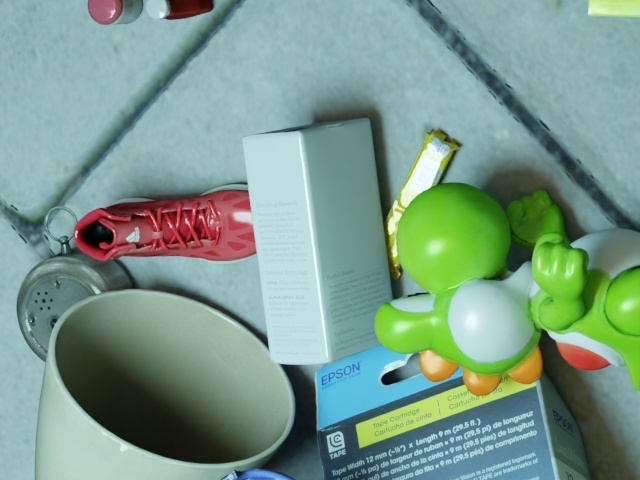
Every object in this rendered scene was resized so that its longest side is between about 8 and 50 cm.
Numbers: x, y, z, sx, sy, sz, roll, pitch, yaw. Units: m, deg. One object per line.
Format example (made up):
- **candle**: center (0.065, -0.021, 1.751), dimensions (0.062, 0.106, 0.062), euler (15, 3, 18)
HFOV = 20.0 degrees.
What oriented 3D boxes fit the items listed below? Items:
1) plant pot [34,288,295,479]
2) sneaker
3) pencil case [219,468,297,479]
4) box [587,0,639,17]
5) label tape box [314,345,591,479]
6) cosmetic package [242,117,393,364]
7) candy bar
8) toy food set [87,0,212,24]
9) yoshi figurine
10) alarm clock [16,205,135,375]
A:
- **plant pot**: center (-0.191, 0.237, 1.878), dimensions (0.256, 0.256, 0.274), euler (32, 124, 13)
- **sneaker**: center (-0.151, -0.005, 1.864), dimensions (0.221, 0.128, 0.087), euler (-8, 97, 23)
- **pencil case**: center (-0.054, 0.308, 1.782), dimensions (0.133, 0.306, 0.119), euler (-8, 72, -1)
- **box**: center (0.308, -0.297, 1.691), dimensions (0.109, 0.042, 0.178), euler (4, 101, 20)
- **label tape box**: center (0.138, 0.259, 1.789), dimensions (0.249, 0.115, 0.348), euler (-23, 56, 23)
- **cosmetic package**: center (0.000, 0.000, 1.808), dimensions (0.085, 0.117, 0.231), euler (-4, 96, 39)
- **candy bar**: center (0.092, -0.036, 1.828), dimensions (0.040, 0.018, 0.161), euler (29, 107, 13)
- **toy food set**: center (-0.169, -0.277, 1.840), dimensions (0.232, 0.104, 0.111), euler (-9, 95, 22)
- **yoshi figurine**: center (0.219, 0.014, 1.690), dimensions (0.362, 0.203, 0.203), euler (-9, 56, 15)
- **alarm clock**: center (-0.267, 0.058, 1.952), dimensions (0.129, 0.064, 0.192), euler (-6, 97, 24)
